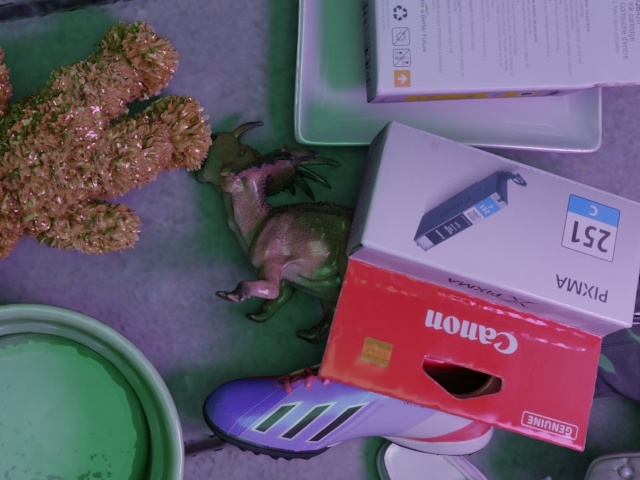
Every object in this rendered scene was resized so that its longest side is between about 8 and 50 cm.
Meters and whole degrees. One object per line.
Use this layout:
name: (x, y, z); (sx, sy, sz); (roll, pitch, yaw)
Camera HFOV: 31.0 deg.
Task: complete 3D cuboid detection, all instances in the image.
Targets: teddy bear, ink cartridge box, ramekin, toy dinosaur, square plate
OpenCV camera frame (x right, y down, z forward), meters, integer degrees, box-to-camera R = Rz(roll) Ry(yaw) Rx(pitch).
teddy bear: (-0.263, -0.088, 1.144); (0.338, 0.113, 0.245); (-15, 105, -27)
ink cartridge box: (0.194, -0.304, 1.230); (0.307, 0.072, 0.304); (-2, 88, -11)
ramekin: (-0.290, 0.211, 1.153); (0.303, 0.148, 0.303); (0, 90, -9)
toy dinosaur: (0.000, 0.000, 1.220); (0.295, 0.127, 0.200); (22, 79, -13)
ink cartridge box: (0.170, 0.047, 1.164); (0.296, 0.066, 0.261); (17, 72, -10)
square plate: (0.142, -0.270, 1.277); (0.347, 0.049, 0.344); (1, 88, -9)

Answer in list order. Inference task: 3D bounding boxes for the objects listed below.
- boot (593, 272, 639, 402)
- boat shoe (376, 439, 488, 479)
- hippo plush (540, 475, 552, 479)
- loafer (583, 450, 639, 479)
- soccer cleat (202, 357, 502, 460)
boot: (0.314, 0.154, 1.261); (0.222, 0.118, 0.338); (-24, 73, -6)
boat shoe: (0.162, 0.306, 1.212); (0.098, 0.096, 0.277); (-42, 72, -4)
hippo plush: (0.386, 0.400, 1.258); (0.236, 0.234, 0.294); (-16, 49, -26)
loafer: (0.423, 0.285, 1.150); (0.319, 0.111, 0.112); (16, 86, 19)
soccer cleat: (0.038, 0.158, 1.208); (0.318, 0.109, 0.116); (3, 126, -12)
